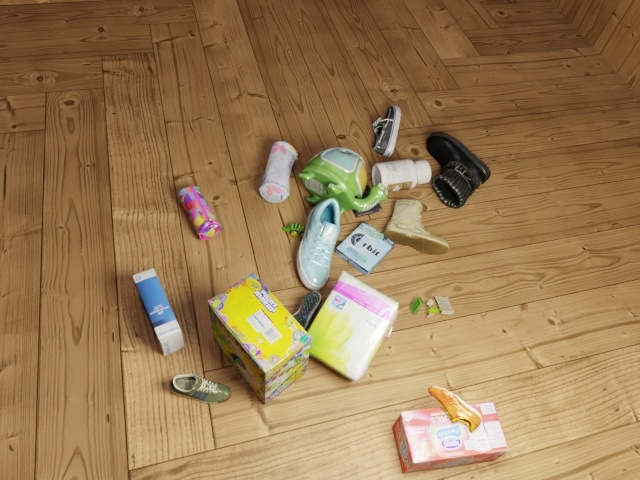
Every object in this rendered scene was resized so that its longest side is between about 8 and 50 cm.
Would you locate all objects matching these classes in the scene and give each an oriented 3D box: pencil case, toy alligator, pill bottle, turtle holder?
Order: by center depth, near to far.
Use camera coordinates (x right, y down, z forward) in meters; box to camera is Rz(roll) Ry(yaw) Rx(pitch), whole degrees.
[{"bbox_3d":[-0.468,-0.110,2.050,0.104,0.104,0.236,-24,59,-23],"label":"pencil case"},{"bbox_3d":[-0.054,-0.039,2.077,0.190,0.051,0.056,12,54,2],"label":"toy alligator"},{"bbox_3d":[0.089,-0.244,2.102,0.320,0.243,0.227,15,59,42],"label":"turtle holder"},{"bbox_3d":[-0.174,-0.286,2.208,0.124,0.113,0.273,22,51,-16],"label":"pencil case"},{"bbox_3d":[0.346,-0.279,2.255,0.229,0.131,0.131,-10,56,-14],"label":"pill bottle"}]

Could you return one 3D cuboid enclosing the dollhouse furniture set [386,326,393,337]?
[{"bbox_3d":[0.134,0.339,1.822,0.182,0.101,0.160,23,79,9],"label":"dollhouse furniture set"}]

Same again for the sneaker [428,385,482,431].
[{"bbox_3d":[0.390,0.493,1.560,0.175,0.064,0.067,34,66,22],"label":"sneaker"}]

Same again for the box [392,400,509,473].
[{"bbox_3d":[0.390,0.599,1.608,0.300,0.142,0.154,-4,54,-10],"label":"box"}]

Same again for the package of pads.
[{"bbox_3d":[0.101,0.284,1.733,0.229,0.101,0.296,30,81,12],"label":"package of pads"}]

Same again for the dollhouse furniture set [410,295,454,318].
[{"bbox_3d":[0.411,0.247,1.945,0.152,0.058,0.076,8,43,-26],"label":"dollhouse furniture set"}]

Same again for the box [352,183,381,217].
[{"bbox_3d":[0.172,-0.175,2.221,0.116,0.029,0.162,-16,58,-18],"label":"box"}]

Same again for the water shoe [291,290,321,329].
[{"bbox_3d":[-0.057,0.272,1.841,0.073,0.080,0.203,35,82,21],"label":"water shoe"}]

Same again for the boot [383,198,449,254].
[{"bbox_3d":[0.402,-0.059,2.128,0.262,0.095,0.203,16,52,10],"label":"boot"}]

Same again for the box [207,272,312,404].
[{"bbox_3d":[-0.194,0.312,1.661,0.177,0.279,0.290,-33,65,-27],"label":"box"}]

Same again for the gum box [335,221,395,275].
[{"bbox_3d":[0.176,0.030,2.063,0.157,0.041,0.184,35,58,18],"label":"gum box"}]

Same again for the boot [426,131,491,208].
[{"bbox_3d":[0.547,-0.314,2.308,0.348,0.131,0.260,41,59,21],"label":"boot"}]

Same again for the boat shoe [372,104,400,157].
[{"bbox_3d":[0.294,-0.517,2.438,0.105,0.113,0.306,20,62,-11],"label":"boat shoe"}]

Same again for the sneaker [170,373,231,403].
[{"bbox_3d":[-0.376,0.459,1.649,0.192,0.086,0.064,9,53,-1],"label":"sneaker"}]

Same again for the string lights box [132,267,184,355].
[{"bbox_3d":[-0.540,0.238,1.762,0.077,0.133,0.259,-22,60,-22],"label":"string lights box"}]

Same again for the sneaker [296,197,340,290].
[{"bbox_3d":[0.000,0.000,1.964,0.135,0.150,0.365,13,62,-18],"label":"sneaker"}]
